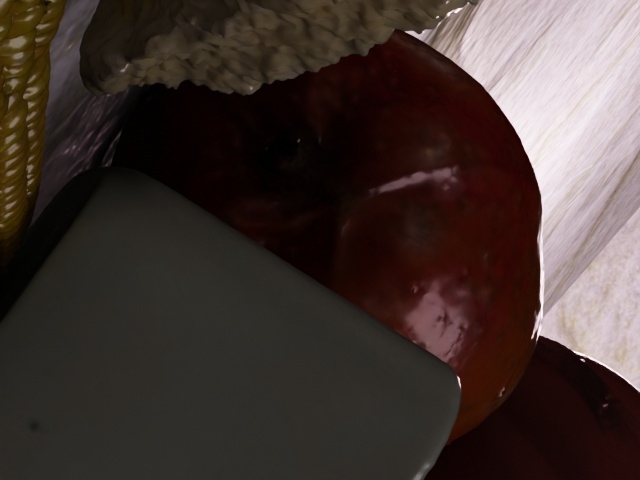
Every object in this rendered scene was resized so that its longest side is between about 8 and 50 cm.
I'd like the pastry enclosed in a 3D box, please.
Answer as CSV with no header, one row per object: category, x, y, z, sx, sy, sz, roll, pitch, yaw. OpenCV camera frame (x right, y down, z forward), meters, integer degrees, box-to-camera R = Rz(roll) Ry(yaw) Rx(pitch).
pastry,-0.011,-0.122,0.822,0.258,0.089,0.121,-24,-140,55

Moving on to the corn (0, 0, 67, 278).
corn,-0.149,-0.052,0.757,0.102,0.102,0.313,-43,165,-29

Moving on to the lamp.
lamp,0.091,0.194,1.255,0.303,0.257,0.303,-30,173,-4

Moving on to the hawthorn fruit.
hawthorn fruit,0.000,0.000,1.050,0.254,0.254,0.300,-48,170,-7

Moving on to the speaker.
speaker,-0.134,0.169,0.860,0.406,0.184,0.183,-55,-167,-8
